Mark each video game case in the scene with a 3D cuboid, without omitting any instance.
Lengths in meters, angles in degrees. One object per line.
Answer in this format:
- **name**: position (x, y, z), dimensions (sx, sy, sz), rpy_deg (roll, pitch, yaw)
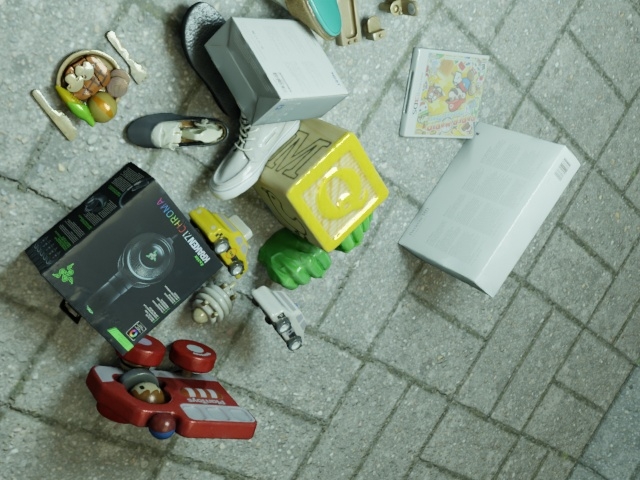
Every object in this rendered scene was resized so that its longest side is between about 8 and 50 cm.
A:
- **video game case**: position (0.298, -0.348, 1.891), dimensions (0.227, 0.026, 0.206), rpy_deg (-4, 111, -34)

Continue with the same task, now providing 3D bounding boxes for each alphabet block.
- **alphabet block**: position (-0.012, -0.125, 1.656), dimensions (0.193, 0.197, 0.192), rpy_deg (-45, 127, -11)

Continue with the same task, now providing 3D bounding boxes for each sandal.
- **sandal**: position (-0.207, -0.341, 1.527), dimensions (0.097, 0.054, 0.254), rpy_deg (-38, 137, -17)

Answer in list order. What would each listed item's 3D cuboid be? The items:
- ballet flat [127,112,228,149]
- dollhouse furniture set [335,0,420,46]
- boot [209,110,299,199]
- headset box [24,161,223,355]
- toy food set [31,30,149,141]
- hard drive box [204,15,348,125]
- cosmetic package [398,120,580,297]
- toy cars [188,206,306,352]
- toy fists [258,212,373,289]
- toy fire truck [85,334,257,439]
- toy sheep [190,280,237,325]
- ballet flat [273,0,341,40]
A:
- **ballet flat**: position (-0.267, -0.208, 1.526), dimensions (0.203, 0.074, 0.074), rpy_deg (-6, 112, -33)
- **dollhouse furniture set**: position (0.120, -0.486, 1.645), dimensions (0.151, 0.123, 0.144), rpy_deg (-24, 121, -25)
- **boot**: position (-0.145, -0.208, 1.575), dimensions (0.258, 0.095, 0.123), rpy_deg (-53, 147, -22)
- **headset box**: position (-0.378, 0.041, 1.512), dimensions (0.283, 0.131, 0.246), rpy_deg (-42, 127, -13)
- **toy food set**: position (-0.406, -0.276, 1.419), dimensions (0.192, 0.038, 0.132), rpy_deg (-44, 128, -12)
- **hard drive box**: position (-0.076, -0.320, 1.488), dimensions (0.232, 0.089, 0.181), rpy_deg (-18, 76, -54)
- **cosmetic package**: position (0.398, -0.085, 1.905), dimensions (0.097, 0.284, 0.377), rpy_deg (36, 87, -41)
- **toy cars**: position (-0.130, 0.073, 1.642), dimensions (0.087, 0.176, 0.393), rpy_deg (-38, 107, -9)
- **toy fists**: position (0.000, 0.000, 1.752), dimensions (0.279, 0.142, 0.096), rpy_deg (-40, 127, -15)
- **toy fire truck**: position (-0.303, 0.318, 1.600), dimensions (0.302, 0.254, 0.169), rpy_deg (14, 100, -38)
- **toy sheep**: position (-0.223, 0.130, 1.686), dimensions (0.132, 0.091, 0.091), rpy_deg (-39, 127, -31)
- **ballet flat**: position (-0.072, -0.531, 1.496), dimensions (0.342, 0.124, 0.116), rpy_deg (63, 36, -31)
